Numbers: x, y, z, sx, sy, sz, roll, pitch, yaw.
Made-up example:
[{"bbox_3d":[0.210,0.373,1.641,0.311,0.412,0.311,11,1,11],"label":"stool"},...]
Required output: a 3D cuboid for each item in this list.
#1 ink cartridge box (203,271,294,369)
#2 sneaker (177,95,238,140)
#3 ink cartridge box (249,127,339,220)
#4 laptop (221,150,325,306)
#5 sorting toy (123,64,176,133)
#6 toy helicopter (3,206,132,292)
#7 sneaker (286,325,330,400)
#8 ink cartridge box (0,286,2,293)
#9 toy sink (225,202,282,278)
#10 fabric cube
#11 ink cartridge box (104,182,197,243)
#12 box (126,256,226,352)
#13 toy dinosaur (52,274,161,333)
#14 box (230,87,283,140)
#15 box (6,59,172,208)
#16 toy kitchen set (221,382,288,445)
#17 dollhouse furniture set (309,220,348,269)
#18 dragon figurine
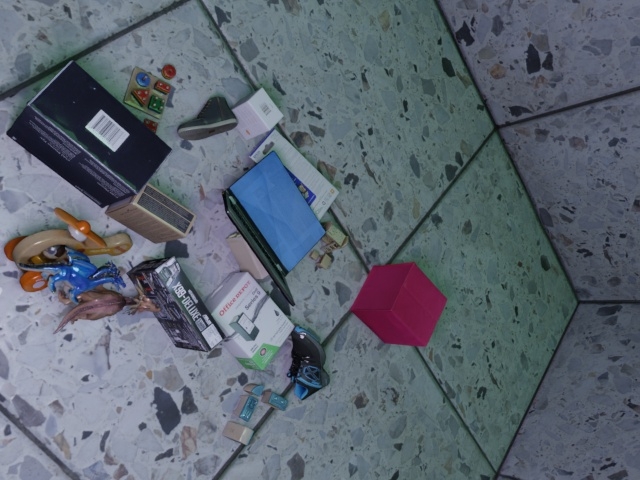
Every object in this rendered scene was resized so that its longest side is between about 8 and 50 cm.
[{"bbox_3d":[-0.263,0.283,1.915,0.289,0.121,0.211,52,56,-22],"label":"ink cartridge box"},{"bbox_3d":[-0.414,-0.431,1.912,0.222,0.083,0.118,-20,78,-31],"label":"sneaker"},{"bbox_3d":[-0.105,-0.247,2.116,0.371,0.069,0.176,44,59,-16],"label":"ink cartridge box"},{"bbox_3d":[-0.129,-0.057,1.827,0.236,0.408,0.382,-33,111,-1],"label":"laptop"},{"bbox_3d":[-0.569,-0.484,1.798,0.132,0.046,0.275,22,72,-35],"label":"sorting toy"},{"bbox_3d":[-0.689,0.009,1.553,0.140,0.235,0.355,54,29,18],"label":"toy helicopter"},{"bbox_3d":[-0.057,0.463,2.013,0.139,0.125,0.341,-35,130,-26],"label":"sneaker"},{"bbox_3d":[-0.964,0.155,1.309,0.270,0.197,0.198,32,66,-32],"label":"ink cartridge box"},{"bbox_3d":[-0.237,0.003,1.962,0.153,0.131,0.234,-35,109,-36],"label":"toy sink"},{"bbox_3d":[0.336,0.272,2.322,0.258,0.254,0.259,45,60,-24],"label":"fabric cube"},{"bbox_3d":[-0.524,-0.080,1.670,0.193,0.234,0.088,38,63,-31],"label":"ink cartridge box"},{"bbox_3d":[-0.454,0.203,1.692,0.076,0.242,0.307,-40,109,-34],"label":"box"},{"bbox_3d":[-0.618,0.183,1.566,0.295,0.200,0.127,-25,117,-62],"label":"toy dinosaur"},{"bbox_3d":[-0.243,-0.459,1.980,0.130,0.170,0.091,51,58,-23],"label":"box"},{"bbox_3d":[-0.656,-0.280,1.534,0.343,0.312,0.179,44,60,-28],"label":"box"},{"bbox_3d":[-0.213,0.630,1.918,0.166,0.122,0.207,40,63,-29],"label":"toy kitchen set"},{"bbox_3d":[0.000,0.000,2.173,0.182,0.101,0.161,41,61,-28],"label":"dollhouse furniture set"},{"bbox_3d":[-0.657,0.075,1.445,0.144,0.085,0.289,-50,137,-6],"label":"dragon figurine"}]
